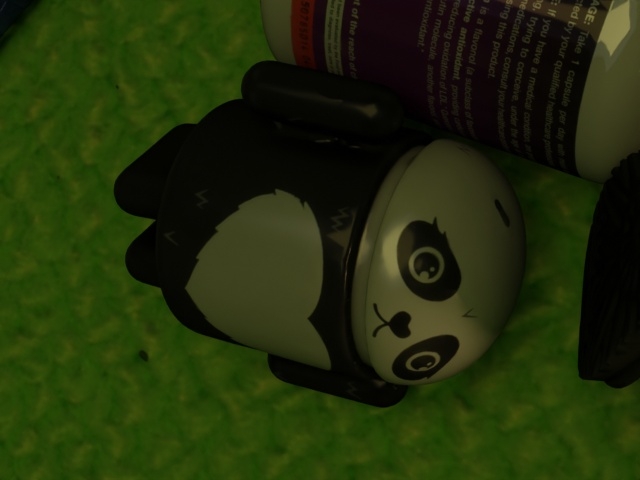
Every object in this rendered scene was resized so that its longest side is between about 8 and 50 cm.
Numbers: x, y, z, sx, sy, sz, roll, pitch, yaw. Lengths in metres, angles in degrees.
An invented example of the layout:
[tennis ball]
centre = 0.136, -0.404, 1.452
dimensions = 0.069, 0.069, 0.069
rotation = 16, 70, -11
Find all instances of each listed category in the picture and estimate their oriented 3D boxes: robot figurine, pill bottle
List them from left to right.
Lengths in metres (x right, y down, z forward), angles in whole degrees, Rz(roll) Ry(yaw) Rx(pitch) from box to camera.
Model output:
[robot figurine]
centre = -0.001, 0.000, 0.980
dimensions = 0.278, 0.209, 0.174
rotation = 13, 76, 24
[pill bottle]
centre = 0.134, -0.148, 0.950
dimensions = 0.322, 0.181, 0.182
rotation = 22, 91, 21

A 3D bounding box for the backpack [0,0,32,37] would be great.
[backpack]
centre = -0.288, -0.216, 1.161
dimensions = 0.098, 0.101, 0.120
rotation = 44, 102, 27

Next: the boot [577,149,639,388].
[boot]
centre = 0.302, 0.025, 0.807
dimensions = 0.260, 0.348, 0.131
rotation = 13, 72, -6
